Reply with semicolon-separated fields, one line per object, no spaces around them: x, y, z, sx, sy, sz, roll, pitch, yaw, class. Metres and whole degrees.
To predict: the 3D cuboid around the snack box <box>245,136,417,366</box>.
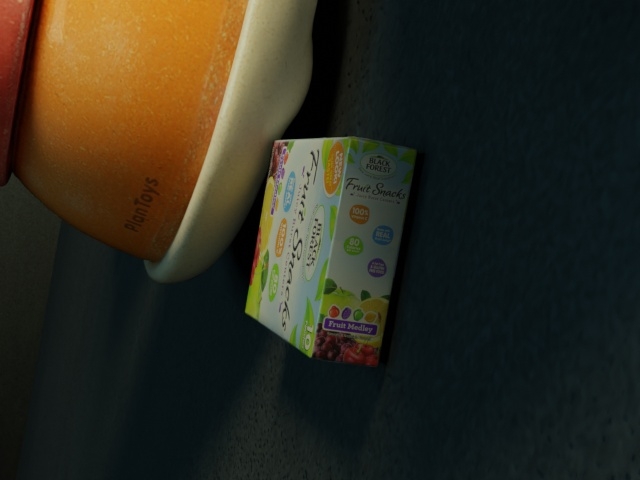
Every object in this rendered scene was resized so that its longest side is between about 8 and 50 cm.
0.000;0.000;0.539;0.141;0.037;0.100;-163;81;-73;snack box

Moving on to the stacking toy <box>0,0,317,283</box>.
-0.253;-0.184;0.678;0.350;0.479;0.351;-167;90;-74;stacking toy
